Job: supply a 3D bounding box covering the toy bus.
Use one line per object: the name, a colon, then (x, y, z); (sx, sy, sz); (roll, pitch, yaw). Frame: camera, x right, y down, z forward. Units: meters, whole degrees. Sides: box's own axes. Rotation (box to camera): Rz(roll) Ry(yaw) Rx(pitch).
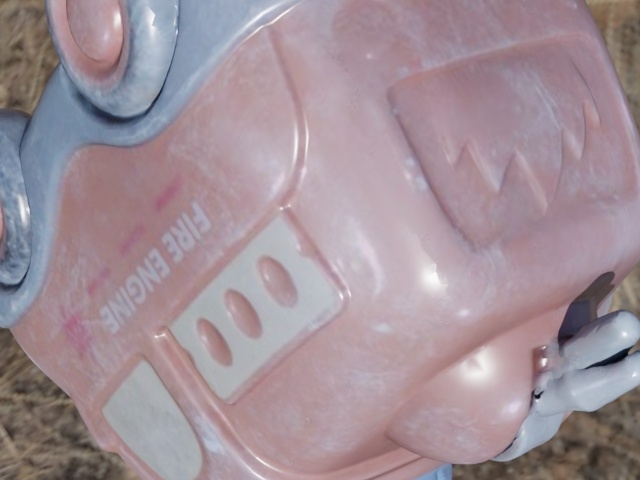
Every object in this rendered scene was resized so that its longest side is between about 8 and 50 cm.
toy bus: (0.000, 0.000, 0.624); (0.197, 0.294, 0.231); (-18, 72, -38)
